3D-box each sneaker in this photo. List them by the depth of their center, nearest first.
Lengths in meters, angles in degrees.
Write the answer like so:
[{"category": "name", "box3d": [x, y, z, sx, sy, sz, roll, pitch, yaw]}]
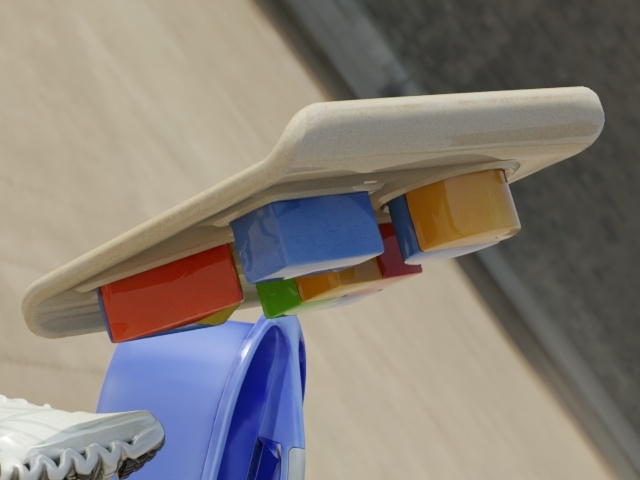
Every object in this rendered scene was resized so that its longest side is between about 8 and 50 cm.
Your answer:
[{"category": "sneaker", "box3d": [-0.263, 0.156, 1.464, 0.110, 0.292, 0.118, 125, -47, -61]}]

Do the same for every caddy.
[{"category": "caddy", "box3d": [-0.103, 0.223, 1.786, 0.179, 0.341, 0.241, 12, -5, 17]}]

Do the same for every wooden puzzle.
[{"category": "wooden puzzle", "box3d": [0.000, 0.000, 1.382, 0.322, 0.348, 0.080, -7, 73, -43]}]
